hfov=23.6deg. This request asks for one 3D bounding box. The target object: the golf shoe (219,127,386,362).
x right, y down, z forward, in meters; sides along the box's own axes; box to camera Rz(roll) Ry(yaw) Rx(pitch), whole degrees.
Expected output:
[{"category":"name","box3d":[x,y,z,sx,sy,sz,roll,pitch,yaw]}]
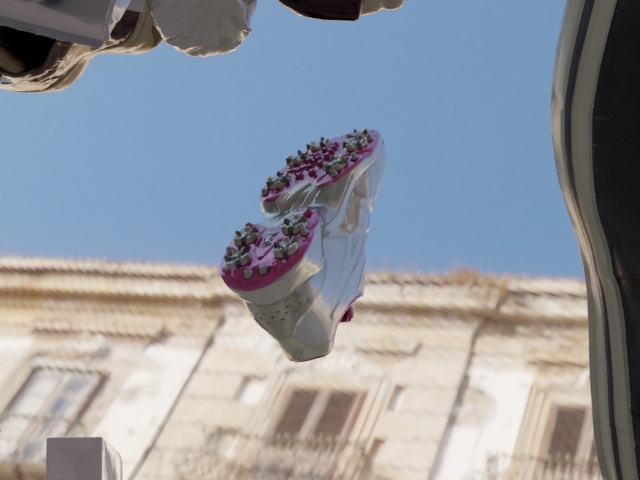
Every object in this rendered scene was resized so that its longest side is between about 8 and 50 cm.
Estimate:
[{"category":"golf shoe","box3d":[0.000,0.000,1.534,0.115,0.306,0.140,-10,-61,31]}]

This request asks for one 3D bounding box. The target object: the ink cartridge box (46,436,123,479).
[{"category":"ink cartridge box","box3d":[-0.271,0.297,1.783,0.067,0.115,0.198,-2,-15,0]}]

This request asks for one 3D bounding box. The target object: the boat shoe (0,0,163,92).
[{"category":"boat shoe","box3d":[-0.283,-0.213,1.517,0.342,0.123,0.123,-2,-86,52]}]

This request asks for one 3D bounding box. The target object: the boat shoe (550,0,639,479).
[{"category":"boat shoe","box3d":[0.260,-0.013,1.022,0.156,0.187,0.500,9,-54,32]}]

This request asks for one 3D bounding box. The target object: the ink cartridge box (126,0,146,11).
[{"category":"ink cartridge box","box3d":[-0.192,-0.226,1.329,0.083,0.048,0.028,9,-59,-11]}]

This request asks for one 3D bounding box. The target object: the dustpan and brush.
[{"category":"dustpan and brush","box3d":[-0.158,-0.243,1.047,0.147,0.211,0.060,17,-19,36]}]

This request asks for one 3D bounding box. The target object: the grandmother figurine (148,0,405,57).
[{"category":"grandmother figurine","box3d":[-0.007,-0.278,1.368,0.208,0.342,0.104,47,-18,12]}]
